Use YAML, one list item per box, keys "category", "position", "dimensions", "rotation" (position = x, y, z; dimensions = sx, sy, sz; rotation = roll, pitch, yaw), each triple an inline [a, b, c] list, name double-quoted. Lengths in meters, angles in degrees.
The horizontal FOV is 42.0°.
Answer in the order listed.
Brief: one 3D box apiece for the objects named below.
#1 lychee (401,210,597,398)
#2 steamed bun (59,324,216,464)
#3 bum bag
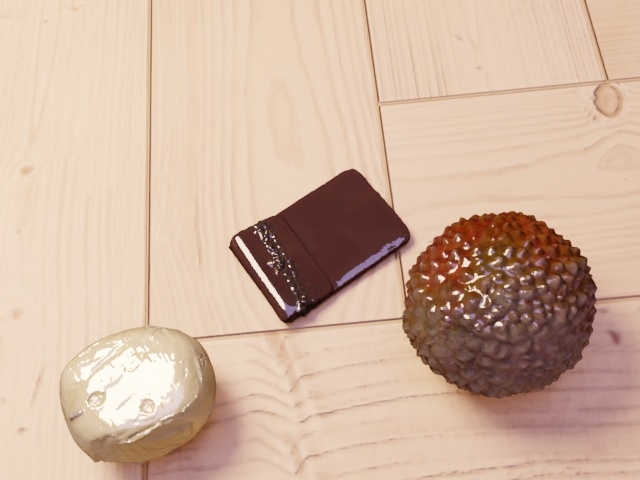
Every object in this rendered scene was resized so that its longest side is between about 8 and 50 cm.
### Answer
- category: "lychee"
  position: [0.156, 0.055, 0.723]
  dimensions: [0.165, 0.197, 0.165]
  rotation: [2, 94, 21]
- category: "steamed bun"
  position: [-0.155, 0.133, 0.728]
  dimensions: [0.130, 0.091, 0.112]
  rotation: [-21, 63, -9]
- category: "bum bag"
  position: [0.000, 0.000, 0.821]
  dimensions: [0.159, 0.026, 0.109]
  rotation: [-34, 66, -13]
